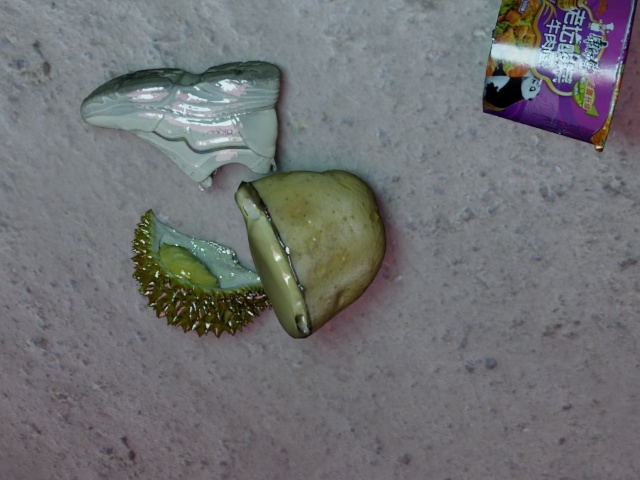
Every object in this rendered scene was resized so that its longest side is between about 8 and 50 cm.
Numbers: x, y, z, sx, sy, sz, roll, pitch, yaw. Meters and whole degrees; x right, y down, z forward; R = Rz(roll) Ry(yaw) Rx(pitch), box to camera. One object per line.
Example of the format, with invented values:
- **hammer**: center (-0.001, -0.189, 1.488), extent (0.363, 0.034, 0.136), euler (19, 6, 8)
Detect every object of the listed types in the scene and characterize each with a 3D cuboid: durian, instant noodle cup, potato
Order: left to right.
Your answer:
- **durian**: center (-0.216, 0.081, 1.755), extent (0.306, 0.167, 0.172), euler (19, 147, 5)
- **potato**: center (0.000, 0.000, 1.634), extent (0.242, 0.242, 0.286), euler (-24, 87, 18)
- **instant noodle cup**: center (0.352, -0.269, 1.446), extent (0.190, 0.251, 0.251), euler (12, 117, 13)

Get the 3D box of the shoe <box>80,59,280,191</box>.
- **shoe**: center (-0.227, -0.178, 1.621), extent (0.341, 0.132, 0.211), euler (-3, 112, 6)
